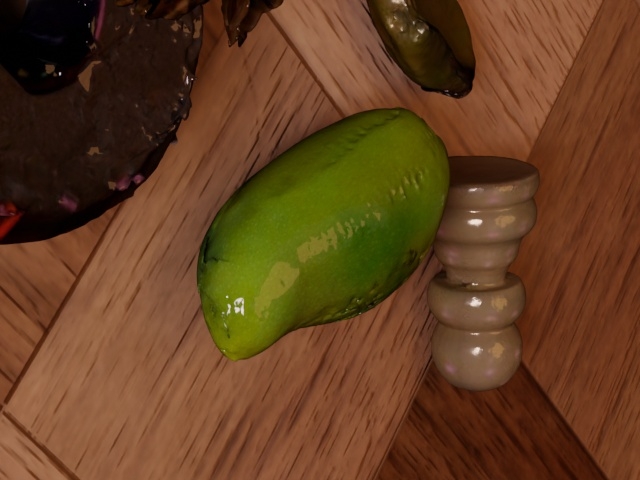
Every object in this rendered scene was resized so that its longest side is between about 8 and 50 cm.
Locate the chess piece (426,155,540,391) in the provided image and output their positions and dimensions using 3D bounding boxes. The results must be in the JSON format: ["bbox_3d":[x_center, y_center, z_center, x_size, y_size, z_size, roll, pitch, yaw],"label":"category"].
[{"bbox_3d":[0.115,0.027,1.436,0.094,0.094,0.170,-23,118,-47],"label":"chess piece"}]

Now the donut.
[{"bbox_3d":[-0.173,-0.126,1.053,0.270,0.103,0.269,-3,94,-49],"label":"donut"}]

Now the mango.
[{"bbox_3d":[0.000,0.000,1.269,0.233,0.111,0.125,-46,122,-36],"label":"mango"}]

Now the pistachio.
[{"bbox_3d":[0.060,-0.167,1.374,0.173,0.049,0.089,60,26,-32],"label":"pistachio"}]

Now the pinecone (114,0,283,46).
[{"bbox_3d":[-0.068,-0.188,0.986,0.173,0.174,0.173,-6,98,-50],"label":"pinecone"}]
